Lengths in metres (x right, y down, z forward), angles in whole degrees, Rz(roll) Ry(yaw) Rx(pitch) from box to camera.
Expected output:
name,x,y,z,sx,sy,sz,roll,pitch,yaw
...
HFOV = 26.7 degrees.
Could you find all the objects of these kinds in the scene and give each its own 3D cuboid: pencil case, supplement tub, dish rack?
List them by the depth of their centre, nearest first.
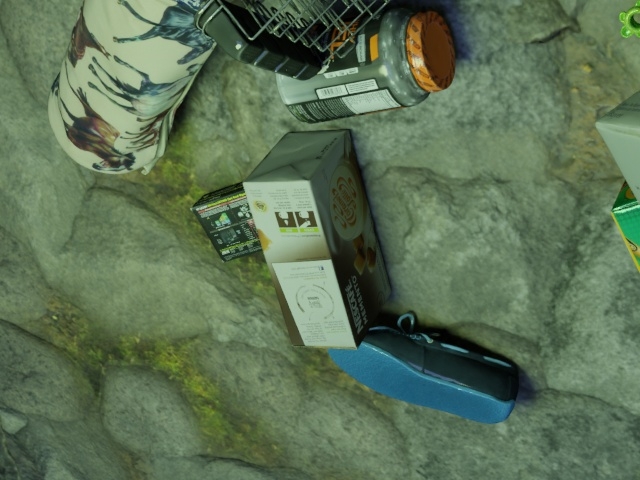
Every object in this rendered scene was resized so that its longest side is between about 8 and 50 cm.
name,x,y,z,sx,sy,sz,roll,pitch,yaw
dish rack,0.019,-0.280,1.424,0.271,0.208,0.074,-42,74,18
supplement tub,0.053,-0.205,1.573,0.190,0.117,0.117,-8,117,30
pencil case,-0.203,-0.233,1.604,0.183,0.160,0.410,44,145,3

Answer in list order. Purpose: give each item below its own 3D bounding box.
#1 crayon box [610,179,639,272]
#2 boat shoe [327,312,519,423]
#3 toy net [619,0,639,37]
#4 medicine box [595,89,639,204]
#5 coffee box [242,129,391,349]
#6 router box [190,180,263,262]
name,x,y,z,sx,sy,sz,roll,pitch,yaw
crayon box,0.430,0.031,1.506,0.081,0.165,0.278,-17,112,34
boat shoe,0.138,0.167,1.803,0.258,0.089,0.109,23,142,5
toy net,0.407,-0.288,1.388,0.122,0.045,0.232,32,128,7
medicine box,0.469,-0.082,1.327,0.263,0.289,0.149,57,172,-16
coffee box,0.000,0.000,1.721,0.098,0.141,0.246,-1,120,27
router box,-0.102,-0.030,1.820,0.122,0.038,0.092,-16,113,34
